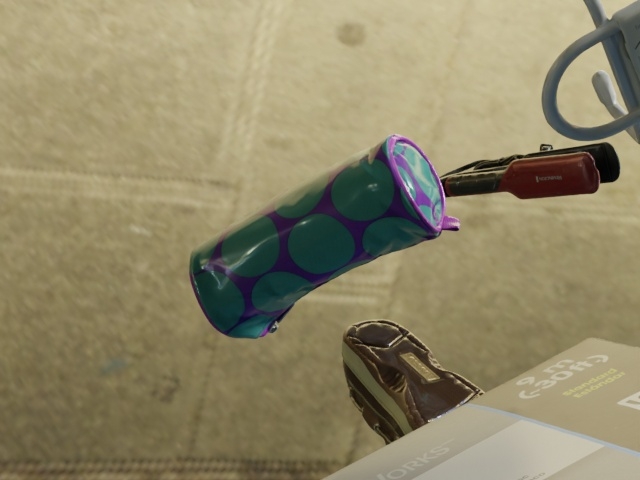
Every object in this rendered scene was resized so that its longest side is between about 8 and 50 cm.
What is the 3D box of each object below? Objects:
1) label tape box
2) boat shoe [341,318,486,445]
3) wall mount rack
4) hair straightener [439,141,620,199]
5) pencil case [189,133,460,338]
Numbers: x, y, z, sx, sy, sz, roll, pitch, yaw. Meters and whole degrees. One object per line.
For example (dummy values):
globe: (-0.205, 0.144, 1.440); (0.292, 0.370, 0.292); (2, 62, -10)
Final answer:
label tape box: (0.084, 0.151, 0.832); (0.249, 0.348, 0.115); (-25, 106, -20)
boat shoe: (0.100, 0.172, 1.533); (0.095, 0.257, 0.095); (-7, 120, -22)
wall mount rack: (0.314, -0.256, 1.466); (0.350, 0.130, 0.304); (-29, 128, 0)
hair straightener: (0.195, -0.061, 1.624); (0.089, 0.230, 0.047); (-25, 99, -45)
pencil case: (0.000, 0.000, 0.977); (0.152, 0.064, 0.070); (-29, 105, 21)
